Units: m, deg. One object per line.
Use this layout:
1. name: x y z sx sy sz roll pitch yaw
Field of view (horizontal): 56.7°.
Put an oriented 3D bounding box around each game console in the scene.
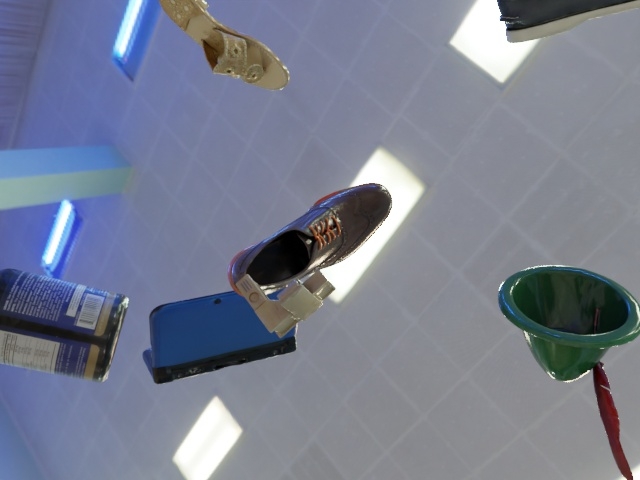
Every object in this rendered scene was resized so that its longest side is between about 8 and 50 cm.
1. game console: -0.203 0.163 1.187 0.250 0.292 0.174 -166 -111 -65

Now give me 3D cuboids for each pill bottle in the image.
1. pill bottle: -0.377 0.106 0.781 0.219 0.123 0.123 16 -62 -15

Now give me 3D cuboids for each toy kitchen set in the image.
1. toy kitchen set: -0.043 0.046 0.643 0.083 0.068 0.075 -41 -118 0

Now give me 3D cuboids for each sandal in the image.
1. sandal: -0.163 -0.298 0.939 0.240 0.079 0.088 38 -39 -19

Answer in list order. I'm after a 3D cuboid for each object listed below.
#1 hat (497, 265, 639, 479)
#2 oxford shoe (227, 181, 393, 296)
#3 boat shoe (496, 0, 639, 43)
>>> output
1. hat: 0.315 0.161 0.774 0.172 0.208 0.184 3 -62 13
2. oxford shoe: 0.000 0.000 0.832 0.097 0.271 0.098 58 -14 -5
3. boat shoe: 0.324 -0.298 0.654 0.254 0.095 0.079 -12 -61 27
